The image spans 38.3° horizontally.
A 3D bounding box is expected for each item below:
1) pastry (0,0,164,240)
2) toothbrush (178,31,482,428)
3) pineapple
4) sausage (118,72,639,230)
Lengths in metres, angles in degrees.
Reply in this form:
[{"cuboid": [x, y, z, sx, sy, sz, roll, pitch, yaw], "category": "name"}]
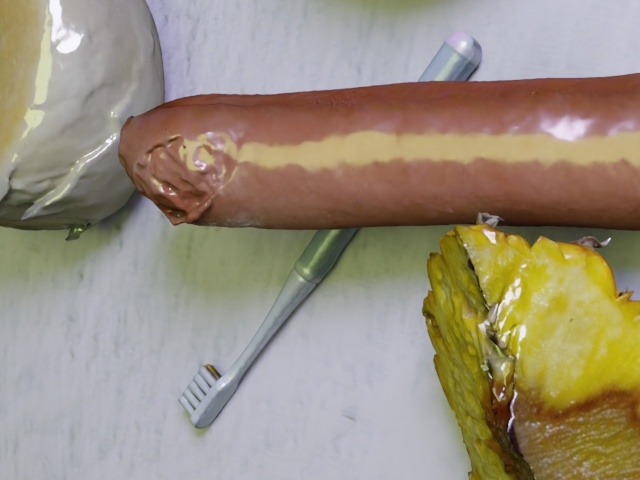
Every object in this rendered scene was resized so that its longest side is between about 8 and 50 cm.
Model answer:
[{"cuboid": [-0.236, -0.126, 0.729, 0.265, 0.133, 0.265, -3, 84, 31], "category": "pastry"}, {"cuboid": [0.002, 0.001, 0.643, 0.030, 0.025, 0.342, 45, 108, 25], "category": "toothbrush"}, {"cuboid": [0.155, 0.091, 0.516, 0.164, 0.140, 0.250, -29, 86, -17], "category": "pineapple"}, {"cuboid": [0.070, -0.049, 0.540, 0.419, 0.094, 0.094, 0, 68, 20], "category": "sausage"}]
